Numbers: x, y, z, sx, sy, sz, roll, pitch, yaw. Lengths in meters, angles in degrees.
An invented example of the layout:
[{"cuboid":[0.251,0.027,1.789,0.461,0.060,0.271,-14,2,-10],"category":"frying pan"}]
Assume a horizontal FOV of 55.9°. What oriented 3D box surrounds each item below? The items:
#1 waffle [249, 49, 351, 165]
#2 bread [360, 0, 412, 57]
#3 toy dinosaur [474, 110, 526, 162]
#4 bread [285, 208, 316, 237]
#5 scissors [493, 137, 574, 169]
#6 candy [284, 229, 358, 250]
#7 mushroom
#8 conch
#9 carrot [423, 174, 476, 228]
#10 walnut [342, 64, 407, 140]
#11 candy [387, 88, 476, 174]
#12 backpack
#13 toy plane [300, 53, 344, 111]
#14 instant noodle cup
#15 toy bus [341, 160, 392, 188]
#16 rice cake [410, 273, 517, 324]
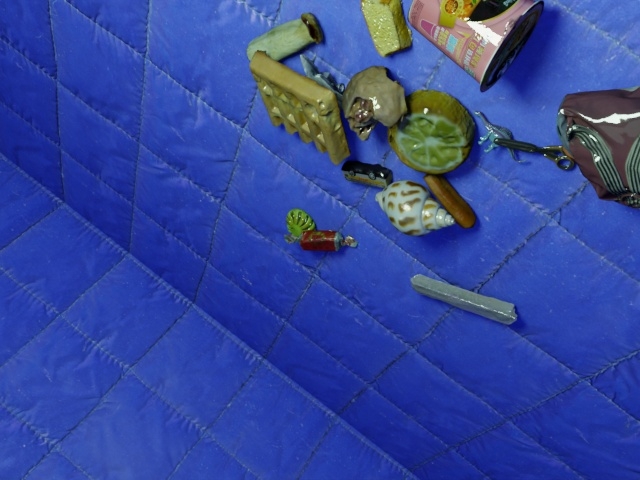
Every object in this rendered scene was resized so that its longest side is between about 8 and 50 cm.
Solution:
[{"cuboid":[-0.066,-0.416,1.884,0.348,0.077,0.304,35,164,29],"category":"waffle"},{"cuboid":[0.176,-0.587,1.623,0.103,0.065,0.187,10,133,42],"category":"bread"},{"cuboid":[0.488,-0.281,1.671,0.197,0.045,0.080,45,133,0],"category":"toy dinosaur"},{"cuboid":[-0.083,-0.059,2.390,0.130,0.071,0.139,33,143,3],"category":"bread"},{"cuboid":[0.575,-0.245,1.619,0.220,0.017,0.088,15,139,13],"category":"scissors"},{"cuboid":[0.000,0.001,2.330,0.292,0.059,0.086,1,138,13],"category":"candy"},{"cuboid":[-0.116,-0.606,1.845,0.312,0.081,0.100,-6,123,47],"category":"mushroom"},{"cuboid":[0.297,-0.102,1.901,0.275,0.183,0.148,42,139,21],"category":"conch"},{"cuboid":[0.409,-0.124,1.886,0.225,0.067,0.067,49,143,-8],"category":"carrot"},{"cuboid":[0.135,-0.404,1.708,0.141,0.204,0.238,8,171,-24],"category":"walnut"},{"cuboid":[0.317,-0.307,1.738,0.260,0.118,0.260,23,142,19],"category":"candy"},{"cuboid":[0.720,-0.207,1.411,0.283,0.197,0.317,1,129,39],"category":"backpack"},{"cuboid":[0.003,-0.483,1.833,0.212,0.088,0.267,13,154,32],"category":"toy plane"},{"cuboid":[0.351,-0.516,1.422,0.255,0.244,0.244,39,144,14],"category":"instant noodle cup"},{"cuboid":[0.156,-0.221,2.021,0.172,0.057,0.072,15,145,31],"category":"toy bus"},{"cuboid":[0.508,0.206,2.142,0.399,0.064,0.070,19,148,27],"category":"rice cake"}]
